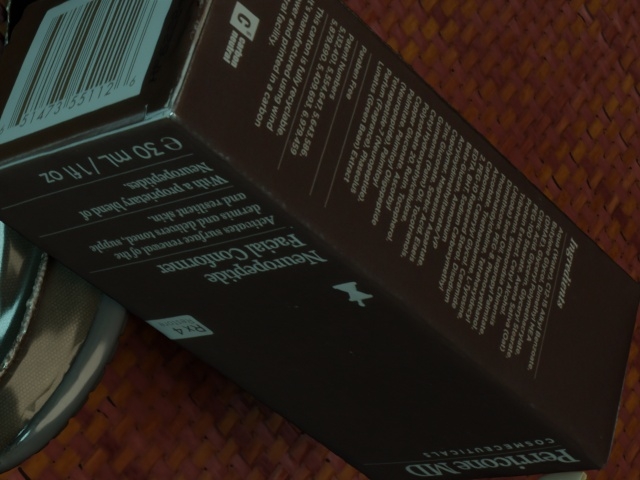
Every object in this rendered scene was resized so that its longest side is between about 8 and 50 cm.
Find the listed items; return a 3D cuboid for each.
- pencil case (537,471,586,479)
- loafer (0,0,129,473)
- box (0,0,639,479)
[{"bbox_3d":[0.131,0.381,1.172,0.410,0.160,0.183,-58,135,-25],"label":"pencil case"},{"bbox_3d":[-0.186,-0.036,0.974,0.130,0.134,0.366,26,62,-30],"label":"loafer"},{"bbox_3d":[0.000,0.000,0.915,0.381,0.191,0.143,37,56,-34],"label":"box"}]
